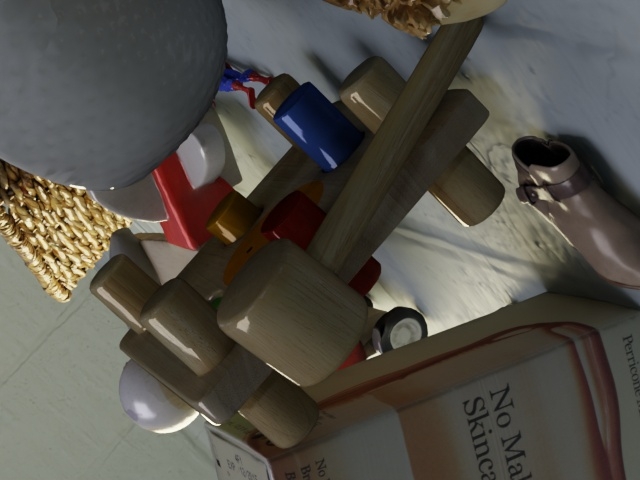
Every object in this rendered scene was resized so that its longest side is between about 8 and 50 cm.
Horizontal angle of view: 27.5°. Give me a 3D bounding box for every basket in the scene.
[{"bbox_3d":[-0.327,-0.109,1.482,0.213,0.223,0.299,37,167,17],"label":"basket"}]

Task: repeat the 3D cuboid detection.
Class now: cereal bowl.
[{"bbox_3d":[-0.173,-0.201,0.797,0.339,0.141,0.339,45,-160,-22],"label":"cereal bowl"}]

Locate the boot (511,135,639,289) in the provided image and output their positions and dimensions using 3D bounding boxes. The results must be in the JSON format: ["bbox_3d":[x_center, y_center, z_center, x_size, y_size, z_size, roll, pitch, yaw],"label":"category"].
[{"bbox_3d":[0.162,-0.019,0.782,0.118,0.042,0.087,23,155,53],"label":"boot"}]

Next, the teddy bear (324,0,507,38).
[{"bbox_3d":[-0.049,-0.191,0.593,0.338,0.113,0.245,23,-174,-8],"label":"teddy bear"}]

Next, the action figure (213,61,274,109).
[{"bbox_3d":[-0.084,-0.137,1.109,0.115,0.038,0.030,29,145,42],"label":"action figure"}]

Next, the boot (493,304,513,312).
[{"bbox_3d":[0.202,0.182,1.121,0.258,0.123,0.095,45,166,-15],"label":"boot"}]

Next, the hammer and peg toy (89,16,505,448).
[{"bbox_3d":[0.000,0.000,0.830,0.127,0.266,0.361,44,169,-17],"label":"hammer and peg toy"}]

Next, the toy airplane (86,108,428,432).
[{"bbox_3d":[-0.108,0.062,1.295,0.384,0.272,0.386,37,166,20],"label":"toy airplane"}]

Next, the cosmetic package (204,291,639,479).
[{"bbox_3d":[0.088,0.154,0.920,0.129,0.296,0.153,8,116,65],"label":"cosmetic package"}]
